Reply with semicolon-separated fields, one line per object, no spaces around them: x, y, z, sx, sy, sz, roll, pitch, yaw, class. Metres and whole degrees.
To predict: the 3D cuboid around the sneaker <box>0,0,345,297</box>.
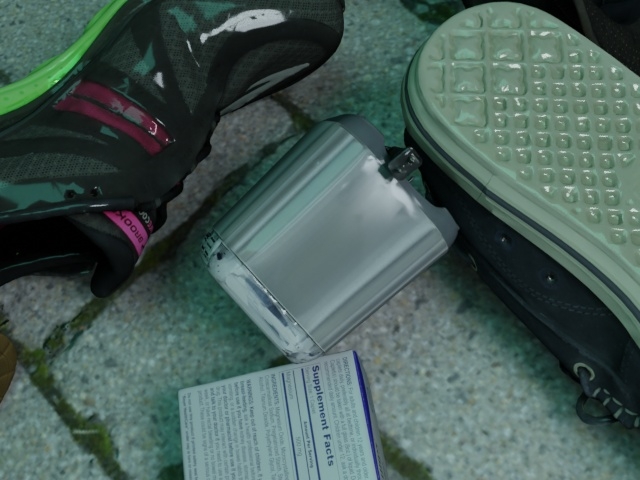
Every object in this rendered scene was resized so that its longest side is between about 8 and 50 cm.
-0.171;-0.067;0.717;0.482;0.185;0.202;-33;71;-11;sneaker

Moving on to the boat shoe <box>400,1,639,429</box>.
0.246;0.045;0.579;0.186;0.156;0.500;-39;72;-16;boat shoe

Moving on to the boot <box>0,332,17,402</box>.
-0.397;0.157;0.690;0.203;0.095;0.262;19;66;21;boot

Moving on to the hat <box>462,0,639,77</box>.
0.184;-0.248;0.719;0.133;0.331;0.332;-22;53;37;hat

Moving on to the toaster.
0.000;0.000;0.626;0.146;0.227;0.129;-43;98;-4;toaster

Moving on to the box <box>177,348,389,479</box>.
-0.024;0.160;0.617;0.137;0.072;0.126;-14;59;6;box
